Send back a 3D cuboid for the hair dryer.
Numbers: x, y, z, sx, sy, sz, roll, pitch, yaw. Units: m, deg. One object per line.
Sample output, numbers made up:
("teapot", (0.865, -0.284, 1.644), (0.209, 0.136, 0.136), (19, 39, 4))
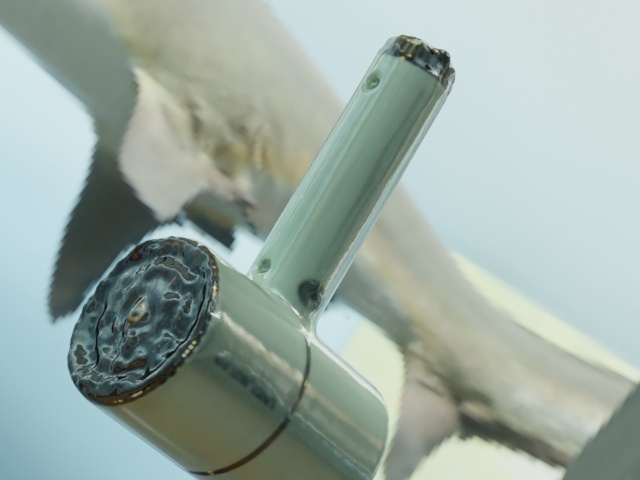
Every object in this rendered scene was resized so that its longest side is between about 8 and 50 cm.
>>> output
("hair dryer", (0.000, 0.000, 1.164), (0.128, 0.362, 0.203), (14, -22, 49))
